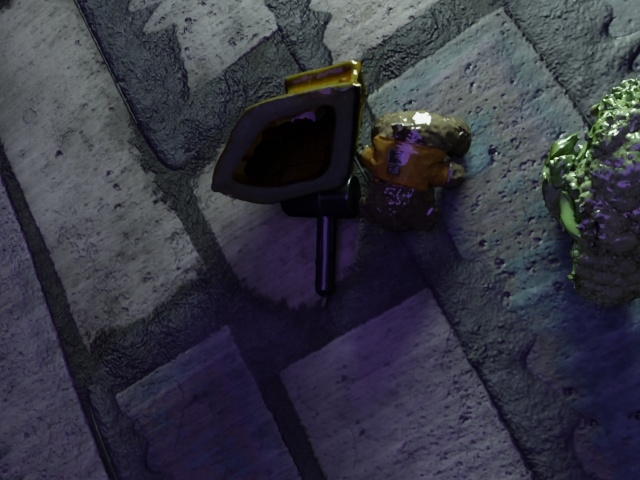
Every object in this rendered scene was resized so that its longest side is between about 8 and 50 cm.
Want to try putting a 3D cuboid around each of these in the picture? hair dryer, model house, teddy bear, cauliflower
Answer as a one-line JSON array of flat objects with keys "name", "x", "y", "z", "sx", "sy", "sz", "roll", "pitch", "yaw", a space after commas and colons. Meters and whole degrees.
[{"name": "hair dryer", "x": 0.000, "y": 0.000, "z": 1.187, "sx": 0.124, "sy": 0.071, "sz": 0.219, "roll": 0, "pitch": 91, "yaw": 24}, {"name": "model house", "x": -0.038, "y": -0.190, "z": 1.144, "sx": 0.268, "sy": 0.239, "sz": 0.173, "roll": -8, "pitch": 123, "yaw": 15}, {"name": "teddy bear", "x": 0.133, "y": -0.107, "z": 1.110, "sx": 0.177, "sy": 0.140, "sz": 0.190, "roll": 11, "pitch": 95, "yaw": 20}, {"name": "cauliflower", "x": 0.391, "y": -0.071, "z": 0.961, "sx": 0.275, "sy": 0.272, "sz": 0.250, "roll": -52, "pitch": 36, "yaw": -7}]
